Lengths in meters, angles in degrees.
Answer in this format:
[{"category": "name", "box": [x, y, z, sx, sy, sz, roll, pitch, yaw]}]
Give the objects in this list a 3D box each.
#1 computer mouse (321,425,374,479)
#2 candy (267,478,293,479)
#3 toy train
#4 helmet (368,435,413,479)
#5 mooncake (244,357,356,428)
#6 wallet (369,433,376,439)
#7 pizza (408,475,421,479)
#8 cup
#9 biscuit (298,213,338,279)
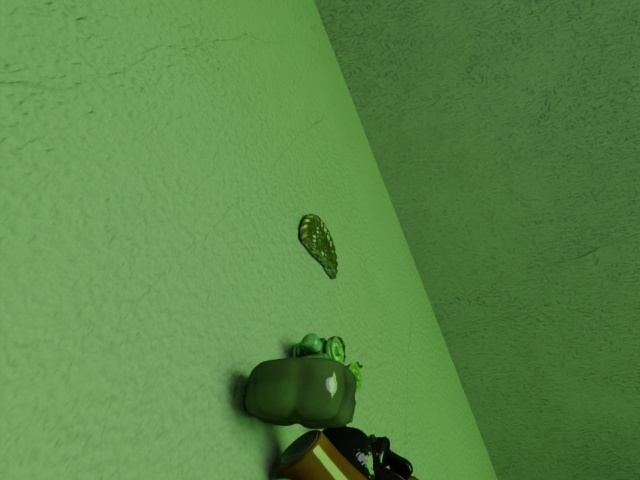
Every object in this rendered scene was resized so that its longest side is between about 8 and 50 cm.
[{"category": "computer mouse", "box": [0.064, 0.644, 1.527, 0.087, 0.168, 0.295, 77, 9, -68]}, {"category": "candy", "box": [-0.087, 0.696, 1.158, 0.208, 0.145, 0.359, 64, 24, -23]}, {"category": "toy train", "box": [0.010, 0.394, 1.624, 0.272, 0.159, 0.188, 62, 30, -29]}, {"category": "helmet", "box": [0.182, 0.714, 1.754, 0.189, 0.193, 0.216, 14, 69, -72]}, {"category": "mooncake", "box": [-0.047, 0.368, 1.357, 0.275, 0.274, 0.135, 45, 42, -51]}, {"category": "wallet", "box": [0.178, 0.782, 1.933, 0.119, 0.025, 0.232, 66, 23, -21]}, {"category": "pizza", "box": [0.374, 0.951, 1.962, 0.406, 0.439, 0.130, -132, -131, -78]}, {"category": "cup", "box": [0.007, 0.614, 1.380, 0.264, 0.226, 0.182, 53, -11, -3]}, {"category": "biscuit", "box": [0.000, 0.000, 2.054, 0.273, 0.036, 0.187, 50, 31, -47]}]
